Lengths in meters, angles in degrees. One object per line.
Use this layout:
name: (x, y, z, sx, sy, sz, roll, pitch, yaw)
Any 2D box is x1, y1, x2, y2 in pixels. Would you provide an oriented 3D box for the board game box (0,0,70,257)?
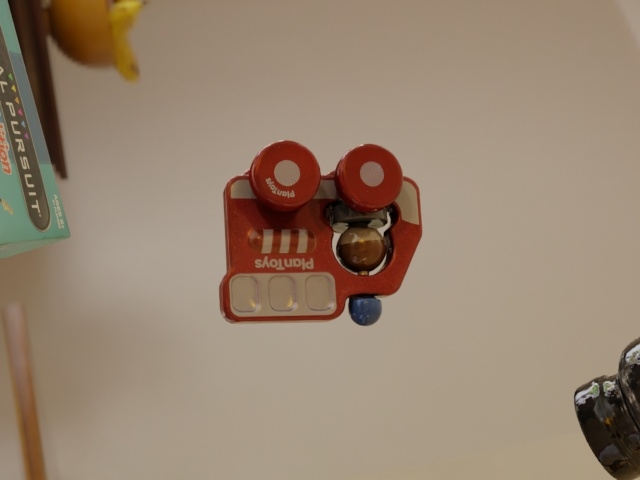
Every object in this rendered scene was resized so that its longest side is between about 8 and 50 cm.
board game box: (-0.345, -0.107, 1.068, 0.336, 0.079, 0.254, -11, 85, -73)

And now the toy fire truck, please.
toy fire truck: (0.000, 0.000, 1.879, 0.169, 0.302, 0.254, 142, -53, -70)

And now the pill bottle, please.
pill bottle: (0.332, 0.119, 1.094, 0.123, 0.219, 0.123, 41, 31, -31)
